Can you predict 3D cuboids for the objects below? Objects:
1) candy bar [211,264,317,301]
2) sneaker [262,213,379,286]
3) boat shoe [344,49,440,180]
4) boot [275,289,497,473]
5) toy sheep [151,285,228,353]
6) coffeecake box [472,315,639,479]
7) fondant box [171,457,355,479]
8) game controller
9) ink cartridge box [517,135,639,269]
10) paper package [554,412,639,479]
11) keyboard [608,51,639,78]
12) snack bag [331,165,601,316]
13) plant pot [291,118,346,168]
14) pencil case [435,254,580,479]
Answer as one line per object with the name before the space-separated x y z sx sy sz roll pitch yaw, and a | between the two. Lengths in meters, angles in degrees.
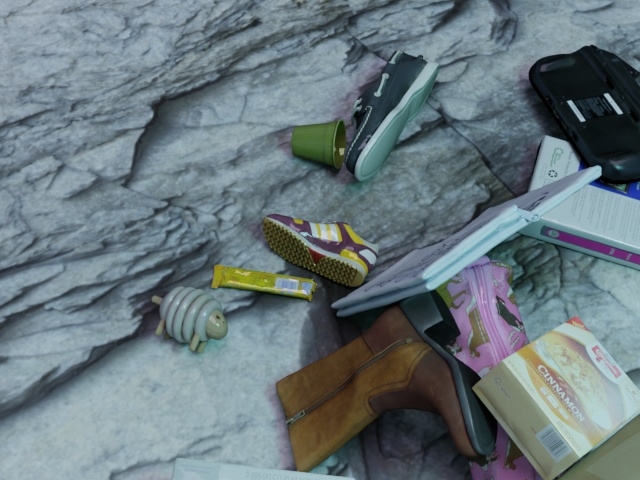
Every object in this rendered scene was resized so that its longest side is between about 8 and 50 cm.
candy bar | -0.086 0.065 1.538 0.161 0.018 0.040 8 60 1
sneaker | 0.000 0.000 1.565 0.185 0.069 0.084 29 50 7
boat shoe | 0.101 -0.214 1.689 0.091 0.114 0.302 26 47 12
boot | 0.072 0.224 1.311 0.280 0.096 0.264 -35 52 16
toy sheep | -0.193 0.110 1.463 0.132 0.091 0.091 21 57 16
coffeecake box | 0.299 0.191 1.241 0.185 0.068 0.142 -20 65 -46
fondant box | -0.087 0.450 1.237 0.238 0.096 0.330 6 57 0
game controller | 0.479 -0.217 1.699 0.166 0.067 0.319 -17 49 -5
ink cartridge box | 0.517 -0.042 1.626 0.371 0.069 0.176 16 56 10
paper package | 0.369 0.416 1.166 0.325 0.168 0.309 -31 108 -22
keyboard | 0.496 -0.272 1.803 0.180 0.023 0.108 -31 57 -21
snack bag | 0.205 -0.001 1.435 0.342 0.323 0.037 -31 91 -22
plant pot | -0.005 -0.162 1.666 0.079 0.083 0.083 5 55 14
pencil case | 0.246 0.211 1.368 0.160 0.167 0.386 21 42 -42
